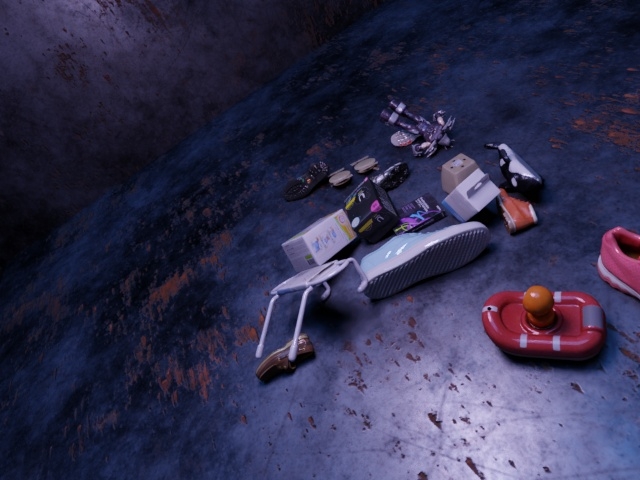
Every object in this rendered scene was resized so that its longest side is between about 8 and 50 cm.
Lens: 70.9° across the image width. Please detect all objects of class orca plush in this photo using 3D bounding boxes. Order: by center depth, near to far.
[{"bbox_3d":[0.536,-0.199,1.302,0.102,0.151,0.287,-53,32,27],"label":"orca plush"}]

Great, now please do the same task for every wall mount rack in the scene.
[{"bbox_3d":[-0.044,0.171,1.184,0.304,0.131,0.350,-35,6,-32],"label":"wall mount rack"}]

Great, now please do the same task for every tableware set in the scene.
[{"bbox_3d":[0.126,-0.255,1.715,0.194,0.039,0.128,-27,25,-1],"label":"tableware set"}]

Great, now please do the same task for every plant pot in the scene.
[{"bbox_3d":[0.434,-0.199,1.377,0.109,0.096,0.109,-33,37,-1],"label":"plant pot"}]

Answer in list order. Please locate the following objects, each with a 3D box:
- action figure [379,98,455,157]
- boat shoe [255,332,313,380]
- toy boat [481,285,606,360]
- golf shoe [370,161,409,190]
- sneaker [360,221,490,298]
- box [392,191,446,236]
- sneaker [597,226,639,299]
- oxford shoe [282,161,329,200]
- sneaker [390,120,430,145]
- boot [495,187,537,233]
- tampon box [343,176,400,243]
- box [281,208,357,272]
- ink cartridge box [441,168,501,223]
[{"bbox_3d":[0.360,-0.410,1.624,0.285,0.099,0.185,37,85,22],"label":"action figure"},{"bbox_3d":[-0.096,0.323,1.203,0.178,0.064,0.060,-37,56,2],"label":"boat shoe"},{"bbox_3d":[0.450,0.150,0.925,0.230,0.151,0.151,-5,45,32],"label":"toy boat"},{"bbox_3d":[0.218,-0.213,1.567,0.198,0.077,0.094,-39,37,-9],"label":"golf shoe"},{"bbox_3d":[0.264,0.018,1.223,0.365,0.135,0.150,-24,42,12],"label":"sneaker"},{"bbox_3d":[0.294,-0.077,1.397,0.162,0.029,0.116,-28,37,5],"label":"box"},{"bbox_3d":[0.663,0.082,0.859,0.115,0.136,0.314,-35,37,-1],"label":"sneaker"},{"bbox_3d":[-0.053,-0.231,1.800,0.227,0.083,0.096,-30,4,18],"label":"oxford shoe"},{"bbox_3d":[0.348,-0.407,1.723,0.157,0.061,0.065,-19,12,17],"label":"sneaker"},{"bbox_3d":[0.529,-0.091,1.224,0.084,0.059,0.158,-19,47,13],"label":"boot"},{"bbox_3d":[0.160,-0.095,1.425,0.120,0.101,0.161,-46,32,23],"label":"tampon box"},{"bbox_3d":[0.000,0.000,1.387,0.114,0.103,0.203,-21,11,48],"label":"box"},{"bbox_3d":[0.418,-0.123,1.247,0.092,0.143,0.090,-41,82,-10],"label":"ink cartridge box"}]
